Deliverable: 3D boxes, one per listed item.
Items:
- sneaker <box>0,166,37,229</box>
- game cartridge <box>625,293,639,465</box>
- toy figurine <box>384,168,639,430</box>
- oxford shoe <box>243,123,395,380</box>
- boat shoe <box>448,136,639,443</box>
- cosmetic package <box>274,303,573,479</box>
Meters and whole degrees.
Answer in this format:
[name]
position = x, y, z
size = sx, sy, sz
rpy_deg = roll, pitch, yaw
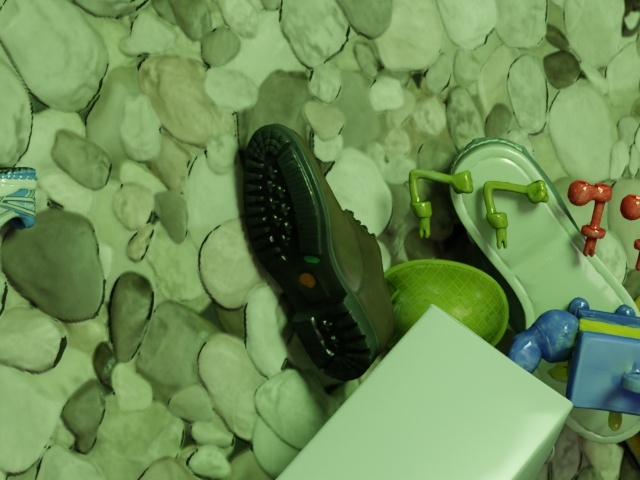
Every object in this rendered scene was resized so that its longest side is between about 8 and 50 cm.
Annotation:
[sneaker]
position = -0.268, -0.018, 1.451
size = 0.135, 0.052, 0.058
rpy_deg = -15, 100, -37
[game cartridge]
position = 0.432, 0.135, 1.993
size = 0.324, 0.052, 0.285
rpy_deg = -45, 114, -30
[toy figurine]
position = 0.234, 0.067, 1.633
size = 0.362, 0.217, 0.191
rpy_deg = 11, 106, -6
[oxford shoe]
position = 0.000, 0.000, 1.654
size = 0.096, 0.082, 0.227
rpy_deg = -39, 113, -51
[boat shoe]
position = 0.216, 0.041, 1.790
size = 0.116, 0.099, 0.319
rpy_deg = -29, 106, 7
[cosmetic package]
position = 0.031, 0.253, 1.552
size = 0.155, 0.197, 0.365
rpy_deg = 34, 57, 14
